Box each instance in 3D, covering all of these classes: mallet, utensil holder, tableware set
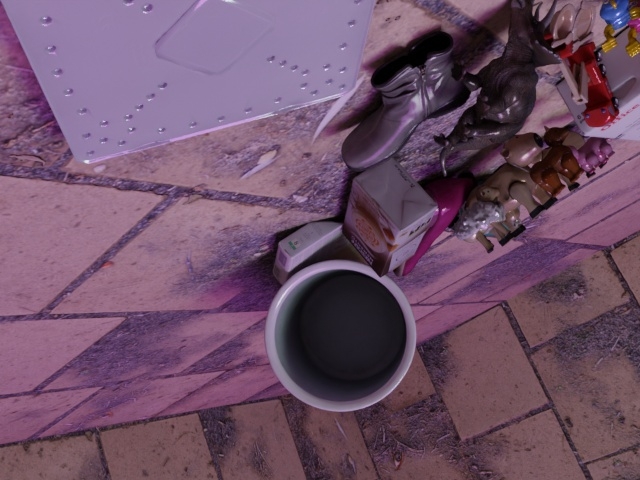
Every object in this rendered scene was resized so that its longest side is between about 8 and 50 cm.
[{"bbox_3d":[0.293,-0.101,1.649,0.039,0.062,0.190,-7,170,-33],"label":"mallet"},{"bbox_3d":[0.061,0.213,1.714,0.327,0.327,0.385,-23,175,5],"label":"utensil holder"},{"bbox_3d":[0.363,-0.342,0.990,0.141,0.020,0.168,-22,129,-40],"label":"tableware set"}]

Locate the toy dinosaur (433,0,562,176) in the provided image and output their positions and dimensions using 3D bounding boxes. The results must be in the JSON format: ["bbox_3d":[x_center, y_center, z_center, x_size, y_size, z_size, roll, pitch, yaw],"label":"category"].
[{"bbox_3d":[0.269,-0.201,1.083,0.160,0.121,0.313,-13,136,-23],"label":"toy dinosaur"}]

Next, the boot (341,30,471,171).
[{"bbox_3d":[0.109,-0.217,1.102,0.246,0.083,0.161,-35,153,14],"label":"boot"}]

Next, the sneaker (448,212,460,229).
[{"bbox_3d":[0.342,-0.048,1.787,0.084,0.058,0.152,-21,157,-20],"label":"sneaker"}]

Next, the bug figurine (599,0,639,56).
[{"bbox_3d":[0.540,-0.389,1.087,0.279,0.072,0.216,-34,164,19],"label":"bug figurine"}]

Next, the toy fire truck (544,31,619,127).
[{"bbox_3d":[0.434,-0.268,1.188,0.047,0.192,0.135,-14,-162,41],"label":"toy fire truck"}]

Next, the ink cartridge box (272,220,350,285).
[{"bbox_3d":[0.000,0.000,1.607,0.225,0.056,0.181,-35,165,-21],"label":"ink cartridge box"}]

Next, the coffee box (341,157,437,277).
[{"bbox_3d":[0.132,-0.041,1.438,0.098,0.141,0.246,-34,162,-17],"label":"coffee box"}]

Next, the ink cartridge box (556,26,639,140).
[{"bbox_3d":[0.620,-0.294,1.339,0.289,0.121,0.211,-3,152,-41],"label":"ink cartridge box"}]

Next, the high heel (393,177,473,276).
[{"bbox_3d":[0.248,-0.022,1.676,0.181,0.127,0.377,-23,164,-9],"label":"high heel"}]

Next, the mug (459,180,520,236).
[{"bbox_3d":[0.379,-0.061,1.659,0.097,0.129,0.157,-1,109,-26],"label":"mug"}]

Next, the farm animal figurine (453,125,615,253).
[{"bbox_3d":[0.423,-0.138,1.477,0.327,0.172,0.330,-45,165,24],"label":"farm animal figurine"}]

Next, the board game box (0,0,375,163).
[{"bbox_3d":[-0.125,-0.247,0.802,0.390,0.050,0.390,-18,160,-12],"label":"board game box"}]
